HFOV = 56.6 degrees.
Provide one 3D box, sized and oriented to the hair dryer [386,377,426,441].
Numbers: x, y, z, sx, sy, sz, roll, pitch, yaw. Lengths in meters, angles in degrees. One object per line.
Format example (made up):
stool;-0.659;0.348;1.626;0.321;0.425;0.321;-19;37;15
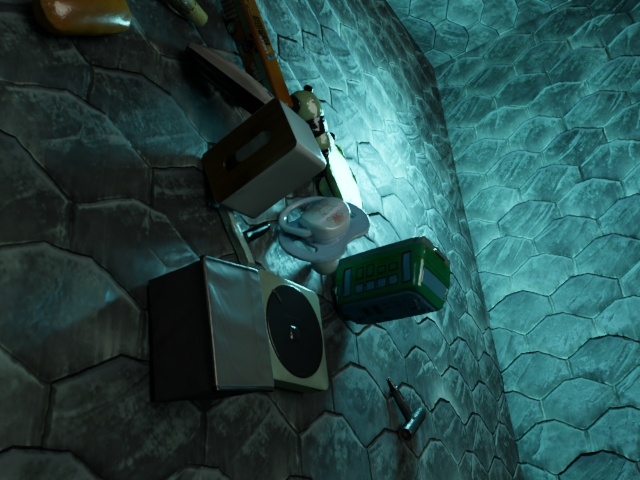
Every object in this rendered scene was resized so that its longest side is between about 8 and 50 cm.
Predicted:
hair dryer;0.269;0.521;1.913;0.173;0.050;0.195;-13;80;-65

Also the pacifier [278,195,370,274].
pacifier;0.000;0.000;1.672;0.287;0.238;0.226;-43;143;-43

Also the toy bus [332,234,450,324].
toy bus;0.202;0.132;1.747;0.183;0.343;0.200;38;49;-36

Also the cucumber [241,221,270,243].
cucumber;-0.163;-0.022;1.509;0.032;0.032;0.133;66;26;-6

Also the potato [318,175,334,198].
potato;0.013;-0.167;1.932;0.093;0.036;0.037;63;-3;-30

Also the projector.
projector;-0.086;0.224;1.427;0.257;0.079;0.259;31;46;-51

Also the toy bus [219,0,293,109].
toy bus;-0.193;-0.552;1.753;0.093;0.092;0.409;-14;83;-60

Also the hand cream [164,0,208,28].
hand cream;-0.363;-0.626;1.525;0.203;0.083;0.084;39;39;-56

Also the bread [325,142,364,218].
bread;0.073;-0.208;2.023;0.301;0.045;0.302;-20;90;-73

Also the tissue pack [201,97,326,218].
tissue pack;-0.135;-0.188;1.417;0.136;0.246;0.160;28;33;-54

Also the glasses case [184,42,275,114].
glasses case;-0.213;-0.391;1.483;0.314;0.075;0.122;38;1;15

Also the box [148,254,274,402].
box;-0.213;0.180;1.150;0.188;0.153;0.253;23;52;-57

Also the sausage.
sausage;-0.471;-0.459;1.188;0.098;0.098;0.238;65;30;-8

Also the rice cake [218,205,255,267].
rice cake;-0.203;-0.010;1.433;0.171;0.029;0.033;68;21;-4

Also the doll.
doll;-0.044;-0.355;1.849;0.143;0.135;0.234;-39;110;-59

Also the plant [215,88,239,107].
plant;-0.244;-0.407;1.606;0.102;0.051;0.051;37;41;-38
